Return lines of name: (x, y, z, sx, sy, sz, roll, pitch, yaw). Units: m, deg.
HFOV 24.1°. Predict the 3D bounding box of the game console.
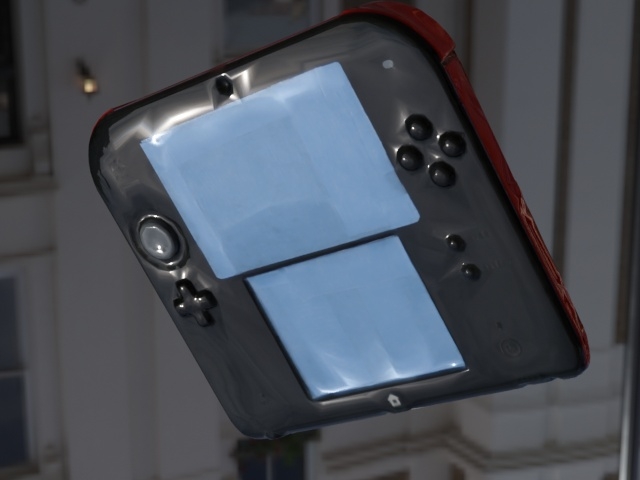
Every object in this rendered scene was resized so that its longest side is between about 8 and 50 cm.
game console: (0.000, 0.000, 1.261, 0.386, 0.342, 0.060, -16, -166, 39)
